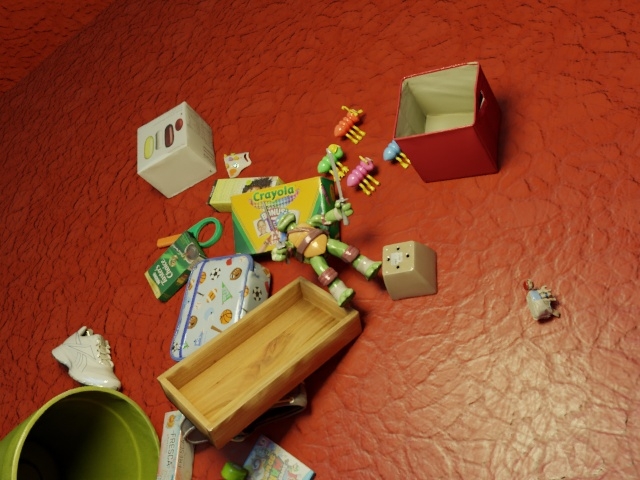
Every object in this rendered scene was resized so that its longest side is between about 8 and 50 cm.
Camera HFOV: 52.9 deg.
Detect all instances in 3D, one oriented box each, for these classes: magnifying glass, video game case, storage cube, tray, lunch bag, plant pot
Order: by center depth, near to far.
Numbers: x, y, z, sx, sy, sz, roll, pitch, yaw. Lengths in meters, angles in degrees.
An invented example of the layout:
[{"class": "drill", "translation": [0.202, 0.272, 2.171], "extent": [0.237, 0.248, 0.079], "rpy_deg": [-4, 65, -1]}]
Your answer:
[{"class": "video game case", "translation": [-0.100, 0.513, 1.391], "extent": [0.166, 0.015, 0.119], "rpy_deg": [22, 76, 39]}, {"class": "tray", "translation": [-0.125, 0.252, 1.412], "extent": [0.411, 0.076, 0.203], "rpy_deg": [-34, 42, -28]}, {"class": "plant pot", "translation": [0.191, 0.059, 1.426], "extent": [0.109, 0.096, 0.109], "rpy_deg": [-11, 57, 26]}, {"class": "storage cube", "translation": [0.299, -0.269, 1.493], "extent": [0.215, 0.193, 0.183], "rpy_deg": [-6, 60, 31]}, {"class": "plant pot", "translation": [-0.630, 0.560, 1.510], "extent": [0.353, 0.366, 0.366], "rpy_deg": [-23, 52, 34]}, {"class": "lunch bag", "translation": [-0.259, 0.189, 1.628], "extent": [0.243, 0.115, 0.303], "rpy_deg": [-7, 58, 32]}, {"class": "magnifying glass", "translation": [-0.384, -0.011, 1.888], "extent": [0.231, 0.026, 0.092], "rpy_deg": [-11, 58, 25]}]

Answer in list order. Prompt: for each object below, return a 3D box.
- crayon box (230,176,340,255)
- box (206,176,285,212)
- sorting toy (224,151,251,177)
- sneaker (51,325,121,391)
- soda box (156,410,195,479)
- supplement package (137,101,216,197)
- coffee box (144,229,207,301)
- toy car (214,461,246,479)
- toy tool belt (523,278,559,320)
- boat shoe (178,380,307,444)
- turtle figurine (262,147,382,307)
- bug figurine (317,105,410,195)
[{"class": "crayon box", "translation": [-0.092, -0.055, 1.651], "extent": [0.278, 0.081, 0.165], "rpy_deg": [-10, 81, 28]}, {"class": "box", "translation": [-0.210, -0.129, 1.823], "extent": [0.232, 0.058, 0.087], "rpy_deg": [-1, 63, 33]}, {"class": "sorting toy", "translation": [-0.247, -0.239, 1.933], "extent": [0.075, 0.045, 0.083], "rpy_deg": [-17, 52, 0]}, {"class": "sneaker", "translation": [-0.639, 0.330, 1.790], "extent": [0.297, 0.111, 0.129], "rpy_deg": [26, 72, 39]}, {"class": "soda box", "translation": [-0.338, 0.500, 1.519], "extent": [0.058, 0.063, 0.183], "rpy_deg": [-14, 57, 25]}, {"class": "supplement package", "translation": [-0.452, -0.282, 2.010], "extent": [0.194, 0.149, 0.203], "rpy_deg": [-26, 51, 17]}, {"class": "coffee box", "translation": [-0.412, 0.074, 1.825], "extent": [0.184, 0.040, 0.113], "rpy_deg": [-44, 53, 10]}, {"class": "toy car", "translation": [-0.232, 0.552, 1.324], "extent": [0.149, 0.188, 0.155], "rpy_deg": [26, 86, 40]}, {"class": "toy tool belt", "translation": [0.438, 0.116, 1.273], "extent": [0.051, 0.052, 0.083], "rpy_deg": [-5, 58, -6]}, {"class": "boat shoe", "translation": [-0.177, 0.392, 1.451], "extent": [0.324, 0.116, 0.096], "rpy_deg": [-26, 48, 10]}, {"class": "turtle figurine", "translation": [0.000, 0.000, 1.419], "extent": [0.266, 0.198, 0.274], "rpy_deg": [42, 132, 14]}, {"class": "bug figurine", "translation": [0.103, -0.238, 1.680], "extent": [0.279, 0.072, 0.216], "rpy_deg": [32, 83, 40]}]
